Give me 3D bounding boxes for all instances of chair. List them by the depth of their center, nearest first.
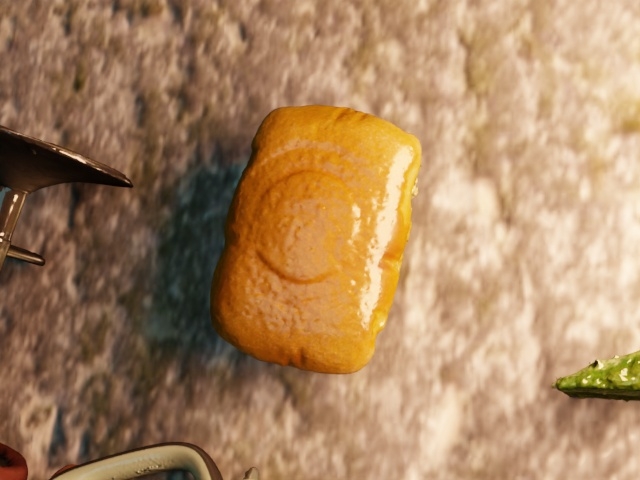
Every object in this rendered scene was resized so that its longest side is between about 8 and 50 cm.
[{"bbox_3d":[-0.351,0.090,1.119,0.226,0.226,0.401,16,85,22],"label":"chair"}]

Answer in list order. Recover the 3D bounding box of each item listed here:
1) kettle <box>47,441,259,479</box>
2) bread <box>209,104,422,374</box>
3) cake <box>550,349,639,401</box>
[{"bbox_3d":[-0.168,0.290,1.052,0.255,0.165,0.240,-9,42,16],"label":"kettle"},{"bbox_3d":[0.000,0.000,1.068,0.174,0.121,0.246,13,82,23],"label":"bread"},{"bbox_3d":[0.314,0.120,0.938,0.235,0.100,0.099,-20,72,14],"label":"cake"}]
